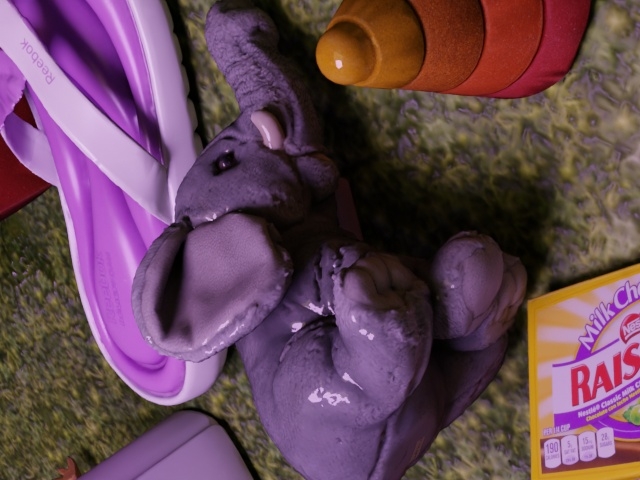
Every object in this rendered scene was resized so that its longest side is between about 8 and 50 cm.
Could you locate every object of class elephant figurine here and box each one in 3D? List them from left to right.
[{"bbox_3d":[-0.020,0.014,0.725,0.239,0.186,0.169,34,149,25],"label":"elephant figurine"}]

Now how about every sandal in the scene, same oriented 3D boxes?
[{"bbox_3d":[-0.160,-0.069,0.848,0.169,0.102,0.416,0,114,45],"label":"sandal"}]

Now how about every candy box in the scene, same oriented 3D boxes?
[{"bbox_3d":[0.175,0.054,0.604,0.206,0.027,0.105,-25,54,50],"label":"candy box"}]

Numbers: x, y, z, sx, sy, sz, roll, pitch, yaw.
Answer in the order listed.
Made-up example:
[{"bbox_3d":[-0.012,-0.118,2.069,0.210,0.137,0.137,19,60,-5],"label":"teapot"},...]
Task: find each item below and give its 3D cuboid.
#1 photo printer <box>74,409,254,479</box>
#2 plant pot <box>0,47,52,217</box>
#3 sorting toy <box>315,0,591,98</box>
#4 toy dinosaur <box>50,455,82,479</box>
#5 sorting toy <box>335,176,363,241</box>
[{"bbox_3d":[-0.146,0.300,0.912,0.107,0.307,0.256,-17,101,49],"label":"photo printer"},{"bbox_3d":[-0.348,-0.079,0.930,0.236,0.267,0.267,-9,108,36],"label":"plant pot"},{"bbox_3d":[-0.048,-0.169,0.655,0.365,0.126,0.127,36,136,23],"label":"sorting toy"},{"bbox_3d":[-0.191,0.243,1.130,0.211,0.064,0.112,4,145,44],"label":"toy dinosaur"},{"bbox_3d":[0.000,0.000,0.801,0.062,0.012,0.083,5,117,43],"label":"sorting toy"}]
